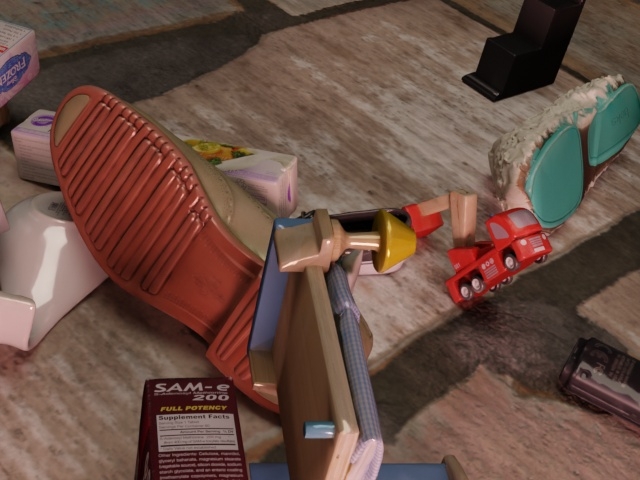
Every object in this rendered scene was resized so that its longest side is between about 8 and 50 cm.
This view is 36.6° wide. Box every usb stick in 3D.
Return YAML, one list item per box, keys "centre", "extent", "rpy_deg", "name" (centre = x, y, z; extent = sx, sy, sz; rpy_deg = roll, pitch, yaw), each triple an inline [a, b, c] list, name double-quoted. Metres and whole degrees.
- centre: [0.377, 0.184, 0.969]
  extent: [0.278, 0.045, 0.077]
  rpy_deg: [27, 46, 17]
  name: "usb stick"

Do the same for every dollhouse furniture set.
- centre: [0.060, 0.171, 0.669]
  extent: [0.198, 0.303, 0.286]
  rpy_deg: [2, 39, -14]
  name: "dollhouse furniture set"

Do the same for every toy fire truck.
- centre: [0.163, -0.007, 1.068]
  extent: [0.047, 0.192, 0.135]
  rpy_deg: [-14, 73, -30]
  name: "toy fire truck"

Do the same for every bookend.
- centre: [0.315, -0.312, 1.495]
  extent: [0.157, 0.156, 0.072]
  rpy_deg: [-22, 50, -37]
  name: "bookend"

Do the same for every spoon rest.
- centre: [-0.273, 0.026, 0.952]
  extent: [0.137, 0.084, 0.276]
  rpy_deg: [13, 24, -3]
  name: "spoon rest"

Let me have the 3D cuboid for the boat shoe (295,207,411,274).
- centre: [0.000, 0.000, 1.057]
  extent: [0.228, 0.076, 0.080]
  rpy_deg: [-3, 40, -21]
  name: "boat shoe"

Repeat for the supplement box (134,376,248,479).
- centre: [-0.091, 0.228, 0.691]
  extent: [0.073, 0.130, 0.239]
  rpy_deg: [2, 38, -15]
  name: "supplement box"

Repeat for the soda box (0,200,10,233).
- centre: [-0.438, -0.013, 0.865]
  extent: [0.286, 0.098, 0.091]
  rpy_deg: [-25, 50, -21]
  name: "soda box"

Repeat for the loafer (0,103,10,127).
- centre: [-0.407, -0.189, 1.187]
  extent: [0.050, 0.056, 0.148]
  rpy_deg: [-18, 47, -27]
  name: "loafer"

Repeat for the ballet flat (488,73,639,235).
- centre: [0.304, -0.114, 1.287]
  extent: [0.147, 0.147, 0.409]
  rpy_deg: [31, 37, 21]
  name: "ballet flat"

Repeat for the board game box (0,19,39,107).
- centre: [-0.535, -0.172, 1.065]
  extent: [0.318, 0.066, 0.318]
  rpy_deg: [18, 45, 13]
  name: "board game box"

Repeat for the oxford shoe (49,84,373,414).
- centre: [-0.109, 0.002, 0.954]
  extent: [0.397, 0.140, 0.146]
  rpy_deg: [48, 24, 9]
  name: "oxford shoe"

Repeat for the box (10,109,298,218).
- centre: [-0.182, -0.080, 1.062]
  extent: [0.324, 0.067, 0.063]
  rpy_deg: [11, 36, 17]
  name: "box"
